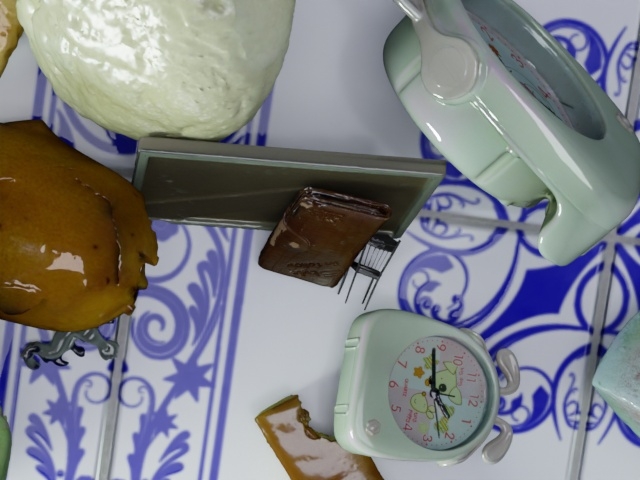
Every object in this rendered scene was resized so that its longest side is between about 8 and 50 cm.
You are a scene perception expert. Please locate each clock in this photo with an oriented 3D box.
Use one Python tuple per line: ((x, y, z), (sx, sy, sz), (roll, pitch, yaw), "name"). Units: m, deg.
((0.114, 0.158, 1.971), (0.191, 0.062, 0.152), (13, 79, -19), "clock")
((0.176, -0.142, 1.872), (0.324, 0.265, 0.108), (46, 114, -4), "clock")

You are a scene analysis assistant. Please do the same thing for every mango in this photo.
((-0.291, -0.017, 1.833), (0.287, 0.152, 0.201), (29, 79, 9), "mango")

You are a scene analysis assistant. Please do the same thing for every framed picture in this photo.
((-0.041, -0.047, 1.869), (0.289, 0.211, 0.020), (3, 72, -9), "framed picture")

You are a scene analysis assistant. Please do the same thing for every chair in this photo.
((0.049, 0.026, 1.970), (0.037, 0.042, 0.086), (21, 102, -13), "chair")

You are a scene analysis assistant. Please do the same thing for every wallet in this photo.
((0.000, 0.000, 1.900), (0.095, 0.176, 0.026), (15, 63, -13), "wallet")

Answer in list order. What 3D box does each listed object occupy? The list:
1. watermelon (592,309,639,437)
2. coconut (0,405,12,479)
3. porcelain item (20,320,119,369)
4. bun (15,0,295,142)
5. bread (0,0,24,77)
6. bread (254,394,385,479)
((0.427, 0.151, 1.957), (0.289, 0.214, 0.320), (9, 107, -8), "watermelon")
((-0.459, 0.188, 1.804), (0.328, 0.281, 0.328), (12, 132, 13), "coconut")
((-0.235, 0.093, 1.946), (0.075, 0.021, 0.136), (43, 89, -11), "porcelain item")
((-0.169, -0.260, 1.769), (0.227, 0.352, 0.349), (-1, 60, -23), "bun")
((-0.374, -0.218, 1.856), (0.173, 0.085, 0.134), (19, 90, -9), "bread")
((0.021, 0.255, 1.991), (0.088, 0.049, 0.226), (-30, 99, -4), "bread")
